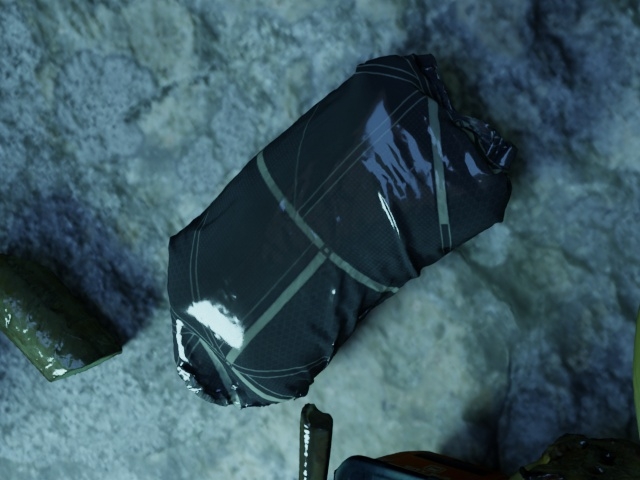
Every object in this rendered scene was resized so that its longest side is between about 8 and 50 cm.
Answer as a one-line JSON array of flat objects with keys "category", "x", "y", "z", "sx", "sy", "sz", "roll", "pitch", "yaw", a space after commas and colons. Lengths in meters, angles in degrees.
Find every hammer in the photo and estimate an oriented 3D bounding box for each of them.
[{"category": "hammer", "x": -0.013, "y": 0.237, "z": 1.483, "sx": 0.027, "sy": 0.125, "sz": 0.297, "roll": 5, "pitch": 126, "yaw": -2}]

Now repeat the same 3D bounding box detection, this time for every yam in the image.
[{"category": "yam", "x": -0.230, "y": 0.059, "z": 1.639, "sx": 0.146, "sy": 0.070, "sz": 0.069, "roll": 46, "pitch": 117, "yaw": 14}]

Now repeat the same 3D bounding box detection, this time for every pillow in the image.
[{"category": "pillow", "x": 0.000, "y": 0.000, "z": 1.489, "sx": 0.335, "sy": 0.092, "sz": 0.161, "roll": -42, "pitch": 83, "yaw": 29}]

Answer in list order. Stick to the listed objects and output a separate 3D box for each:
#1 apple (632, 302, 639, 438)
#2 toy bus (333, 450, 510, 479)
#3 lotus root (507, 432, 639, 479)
[{"category": "apple", "x": 0.404, "y": 0.066, "z": 1.082, "sx": 0.474, "sy": 0.473, "sz": 0.473, "roll": 6, "pitch": 103, "yaw": 27}, {"category": "toy bus", "x": 0.074, "y": 0.288, "z": 1.488, "sx": 0.121, "sy": 0.120, "sz": 0.265, "roll": 13, "pitch": 104, "yaw": 34}, {"category": "lotus root", "x": 0.194, "y": 0.279, "z": 1.402, "sx": 0.160, "sy": 0.152, "sz": 0.275, "roll": -5, "pitch": 109, "yaw": -8}]
